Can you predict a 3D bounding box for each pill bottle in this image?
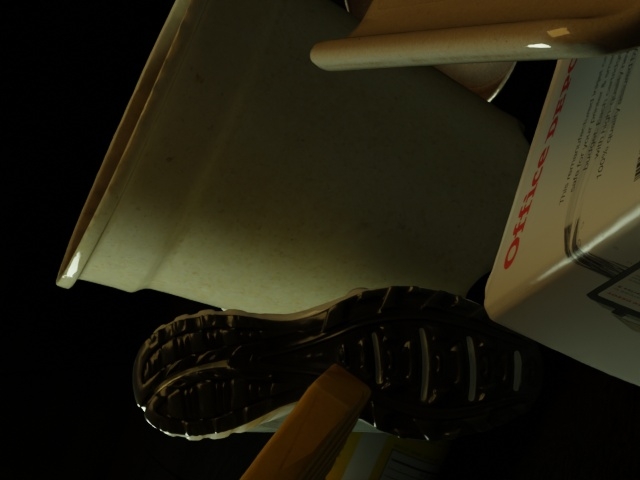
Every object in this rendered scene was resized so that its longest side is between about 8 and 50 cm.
[{"bbox_3d":[0.031,0.151,1.333,0.215,0.117,0.117,-65,9,-1],"label":"pill bottle"}]

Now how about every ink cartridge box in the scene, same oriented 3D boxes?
[{"bbox_3d":[0.204,-0.062,0.901,0.198,0.115,0.273,-70,11,-24],"label":"ink cartridge box"}]

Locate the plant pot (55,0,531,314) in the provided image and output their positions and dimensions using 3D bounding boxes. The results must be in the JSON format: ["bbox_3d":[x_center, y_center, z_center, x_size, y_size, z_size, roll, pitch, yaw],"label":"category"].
[{"bbox_3d":[-0.008,-0.058,1.500,0.334,0.305,0.333,-156,90,-81],"label":"plant pot"}]

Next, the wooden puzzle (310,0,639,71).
[{"bbox_3d":[0.160,-0.212,0.882,0.347,0.080,0.322,-58,19,-8],"label":"wooden puzzle"}]

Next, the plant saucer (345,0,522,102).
[{"bbox_3d":[0.119,-0.264,1.694,0.311,0.050,0.310,24,118,55],"label":"plant saucer"}]

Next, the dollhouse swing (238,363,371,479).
[{"bbox_3d":[-0.017,0.308,1.067,0.305,0.315,0.347,-35,-16,-25],"label":"dollhouse swing"}]

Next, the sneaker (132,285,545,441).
[{"bbox_3d":[0.016,0.084,1.233,0.108,0.272,0.100,17,-108,-74],"label":"sneaker"}]

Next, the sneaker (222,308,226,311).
[{"bbox_3d":[0.000,0.000,2.069,0.115,0.105,0.281,-2,53,42],"label":"sneaker"}]
